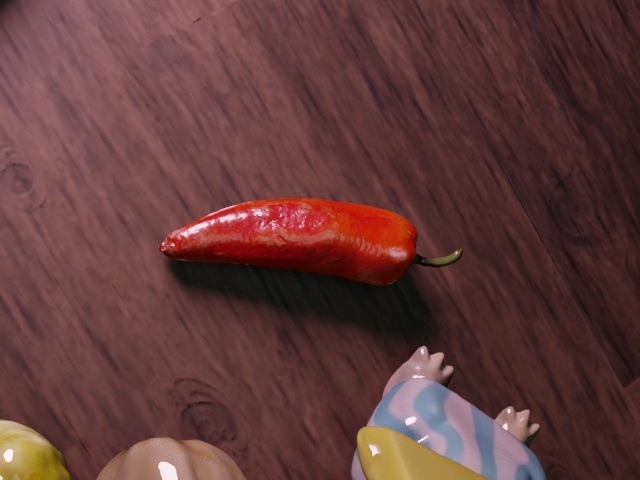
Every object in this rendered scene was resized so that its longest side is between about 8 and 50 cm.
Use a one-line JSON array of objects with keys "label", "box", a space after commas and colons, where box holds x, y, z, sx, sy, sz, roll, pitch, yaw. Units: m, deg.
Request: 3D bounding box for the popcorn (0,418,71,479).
[{"label": "popcorn", "box": [-0.258, 0.249, 0.626, 0.312, 0.312, 0.312, 2, 84, -20]}]

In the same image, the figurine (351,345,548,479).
[{"label": "figurine", "box": [0.030, 0.321, 0.775, 0.266, 0.361, 0.377, 38, 106, -10]}]

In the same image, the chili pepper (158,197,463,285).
[{"label": "chili pepper", "box": [0.000, 0.000, 0.864, 0.272, 0.063, 0.071, 6, 70, -17]}]

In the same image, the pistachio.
[{"label": "pistachio", "box": [-0.107, 0.257, 0.757, 0.138, 0.153, 0.237, -2, 112, -11]}]
